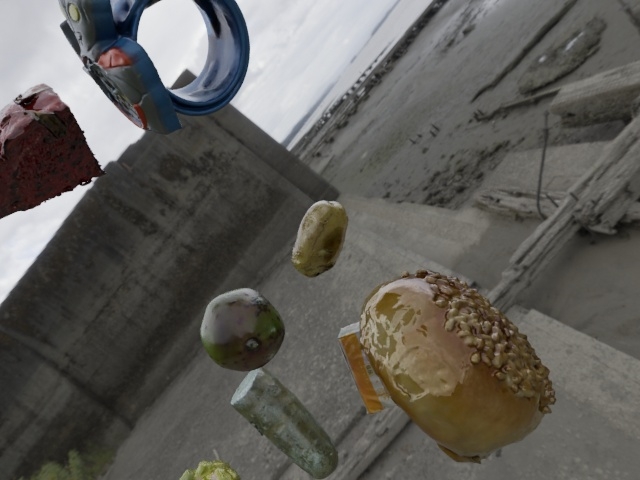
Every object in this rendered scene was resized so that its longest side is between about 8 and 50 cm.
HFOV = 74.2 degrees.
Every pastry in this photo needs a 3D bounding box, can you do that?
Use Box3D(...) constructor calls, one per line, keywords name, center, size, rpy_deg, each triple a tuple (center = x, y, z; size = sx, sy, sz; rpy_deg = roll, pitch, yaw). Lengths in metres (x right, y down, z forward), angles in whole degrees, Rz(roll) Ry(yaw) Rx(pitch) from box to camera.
Box3D(name="pastry", center=(0.260, 0.221, 0.827), size=(0.245, 0.410, 0.409), rpy_deg=(-46, 12, 9))

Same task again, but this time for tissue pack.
Box3D(name="tissue pack", center=(0.145, 0.354, 1.230), size=(0.124, 0.225, 0.185), rpy_deg=(-22, -5, 3))

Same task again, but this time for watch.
Box3D(name="watch", center=(-0.287, -0.374, 0.752), size=(0.274, 0.305, 0.241), rpy_deg=(-42, 51, -22))

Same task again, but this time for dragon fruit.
Box3D(name="dragon fruit", center=(-0.624, -0.159, 0.910), size=(0.302, 0.240, 0.330), rpy_deg=(-17, 41, 62))

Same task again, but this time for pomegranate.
Box3D(name="pomegranate", center=(-0.159, 0.169, 0.827), size=(0.205, 0.159, 0.159), rpy_deg=(8, 58, 55))

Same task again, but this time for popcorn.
Box3D(name="popcorn", center=(-0.152, 0.386, 0.588), size=(0.125, 0.126, 0.145), rpy_deg=(129, 142, -59))

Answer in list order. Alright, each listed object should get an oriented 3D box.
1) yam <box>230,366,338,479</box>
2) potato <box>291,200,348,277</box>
Box3D(name="yam", center=(-0.090, 0.465, 1.079), size=(0.133, 0.330, 0.133), rpy_deg=(-45, -14, -15))
Box3D(name="potato", center=(0.000, 0.000, 0.800), size=(0.107, 0.080, 0.170), rpy_deg=(-24, -41, -49))
